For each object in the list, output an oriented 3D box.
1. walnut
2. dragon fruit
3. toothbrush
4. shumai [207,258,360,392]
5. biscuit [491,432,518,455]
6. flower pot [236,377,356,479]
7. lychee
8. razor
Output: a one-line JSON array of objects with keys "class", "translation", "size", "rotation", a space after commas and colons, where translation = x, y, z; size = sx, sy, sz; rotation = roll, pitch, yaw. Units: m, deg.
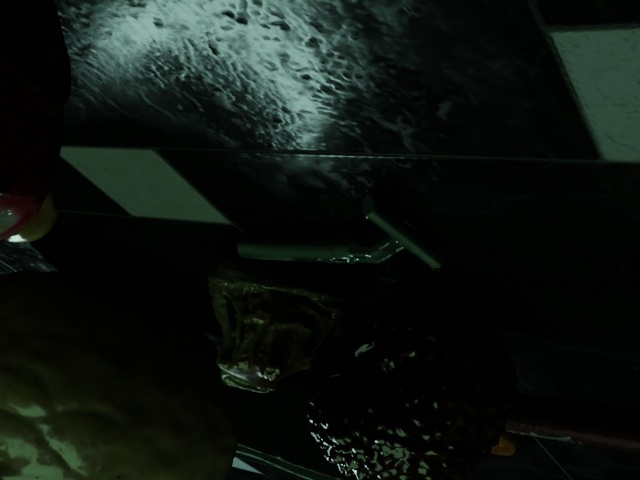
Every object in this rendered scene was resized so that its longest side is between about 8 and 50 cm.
[{"class": "walnut", "translation": [-0.281, 0.202, 1.149], "size": [0.381, 0.381, 0.381], "rotation": [17, 158, 7]}, {"class": "dragon fruit", "translation": [-0.252, -0.091, 0.569], "size": [0.224, 0.227, 0.224], "rotation": [-17, 168, -4]}, {"class": "toothbrush", "translation": [0.317, 0.191, 0.976], "size": [0.364, 0.040, 0.041], "rotation": [1, 152, 40]}, {"class": "shumai", "translation": [-0.049, 0.083, 0.924], "size": [0.146, 0.116, 0.145], "rotation": [15, 168, 3]}, {"class": "biscuit", "translation": [0.205, 0.243, 1.231], "size": [0.078, 0.015, 0.091], "rotation": [18, 158, 10]}, {"class": "flower pot", "translation": [-0.042, 0.251, 1.342], "size": [0.229, 0.108, 0.103], "rotation": [19, 159, 6]}, {"class": "lychee", "translation": [0.082, 0.133, 0.861], "size": [0.188, 0.188, 0.188], "rotation": [17, 158, 7]}, {"class": "razor", "translation": [-0.003, 0.006, 0.819], "size": [0.084, 0.035, 0.211], "rotation": [37, 152, -32]}]
